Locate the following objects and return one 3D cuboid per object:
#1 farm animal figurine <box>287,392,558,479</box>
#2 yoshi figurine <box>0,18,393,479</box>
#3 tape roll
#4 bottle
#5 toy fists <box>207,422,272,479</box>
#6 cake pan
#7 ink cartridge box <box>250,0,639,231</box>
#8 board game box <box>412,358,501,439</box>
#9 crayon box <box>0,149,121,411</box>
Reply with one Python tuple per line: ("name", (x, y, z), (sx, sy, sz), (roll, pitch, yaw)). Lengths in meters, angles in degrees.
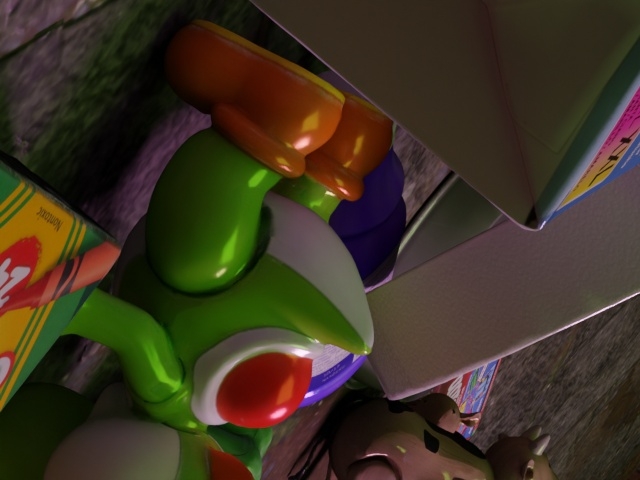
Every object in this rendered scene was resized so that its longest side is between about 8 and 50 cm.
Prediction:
("farm animal figurine", (0.127, 0.230, 1.897), (0.326, 0.330, 0.172), (25, 93, -36))
("yoshi figurine", (-0.109, 0.059, 1.131), (0.362, 0.203, 0.203), (-67, -162, 0))
("tape roll", (0.199, -0.015, 1.251), (0.392, 0.072, 0.392), (-27, 178, -1))
("bottle", (0.000, 0.000, 1.341), (0.118, 0.092, 0.283), (-41, 159, -29))
("toy fists", (-0.105, 0.184, 1.295), (0.142, 0.096, 0.279), (-46, -167, 25))
("cake pan", (0.128, 0.027, 1.790), (0.293, 0.054, 0.293), (-47, 161, -22))
("ink cartridge box", (0.124, -0.189, 1.006), (0.395, 0.270, 0.151), (-27, 154, -55))
("board game box", (0.141, 0.173, 2.145), (0.145, 0.027, 0.281), (-42, 159, -30))
("crayon box", (-0.241, 0.087, 0.908), (0.318, 0.081, 0.202), (-53, 163, -2))
